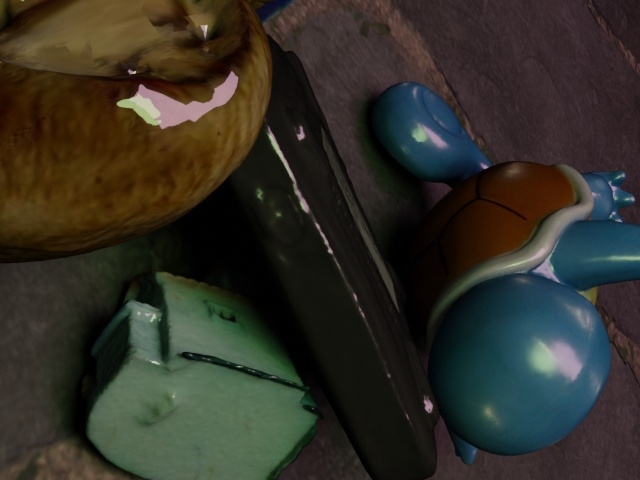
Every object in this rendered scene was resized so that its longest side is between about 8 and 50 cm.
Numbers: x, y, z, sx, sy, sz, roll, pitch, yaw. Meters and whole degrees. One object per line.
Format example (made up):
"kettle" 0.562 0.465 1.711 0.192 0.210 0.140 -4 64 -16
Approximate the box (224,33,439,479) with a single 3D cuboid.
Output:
"box" 0.000 0.000 0.747 0.289 0.073 0.290 -96 162 -72

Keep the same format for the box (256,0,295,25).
"box" -0.098 -0.283 0.707 0.291 0.262 0.206 88 7 -45

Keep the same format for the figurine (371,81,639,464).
"figurine" 0.178 0.020 0.942 0.243 0.298 0.416 35 28 -35

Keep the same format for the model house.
"model house" -0.082 0.075 0.702 0.148 0.119 0.148 22 33 -24

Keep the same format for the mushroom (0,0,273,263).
"mushroom" -0.140 -0.107 0.527 0.195 0.283 0.263 54 11 -50
